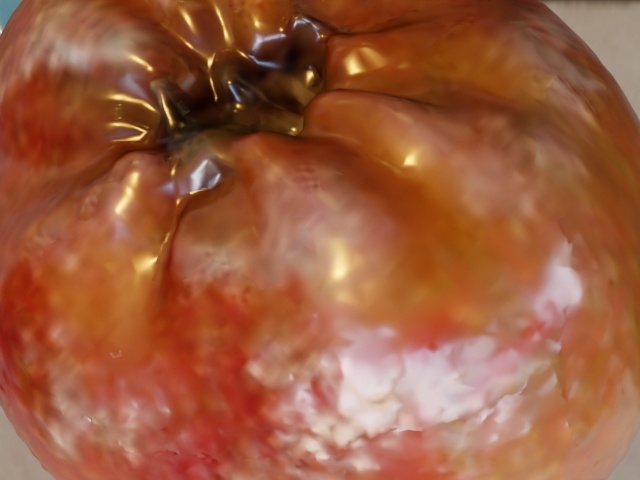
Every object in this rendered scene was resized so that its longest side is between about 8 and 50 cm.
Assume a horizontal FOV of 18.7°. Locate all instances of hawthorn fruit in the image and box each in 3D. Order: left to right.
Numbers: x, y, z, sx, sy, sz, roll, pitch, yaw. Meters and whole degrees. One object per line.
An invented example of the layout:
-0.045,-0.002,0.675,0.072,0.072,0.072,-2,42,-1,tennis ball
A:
0.000,0.000,0.744,0.284,0.284,0.284,-2,70,7,hawthorn fruit

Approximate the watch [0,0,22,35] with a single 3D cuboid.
-0.241,-0.082,1.121,0.211,0.193,0.211,1,95,18,watch
